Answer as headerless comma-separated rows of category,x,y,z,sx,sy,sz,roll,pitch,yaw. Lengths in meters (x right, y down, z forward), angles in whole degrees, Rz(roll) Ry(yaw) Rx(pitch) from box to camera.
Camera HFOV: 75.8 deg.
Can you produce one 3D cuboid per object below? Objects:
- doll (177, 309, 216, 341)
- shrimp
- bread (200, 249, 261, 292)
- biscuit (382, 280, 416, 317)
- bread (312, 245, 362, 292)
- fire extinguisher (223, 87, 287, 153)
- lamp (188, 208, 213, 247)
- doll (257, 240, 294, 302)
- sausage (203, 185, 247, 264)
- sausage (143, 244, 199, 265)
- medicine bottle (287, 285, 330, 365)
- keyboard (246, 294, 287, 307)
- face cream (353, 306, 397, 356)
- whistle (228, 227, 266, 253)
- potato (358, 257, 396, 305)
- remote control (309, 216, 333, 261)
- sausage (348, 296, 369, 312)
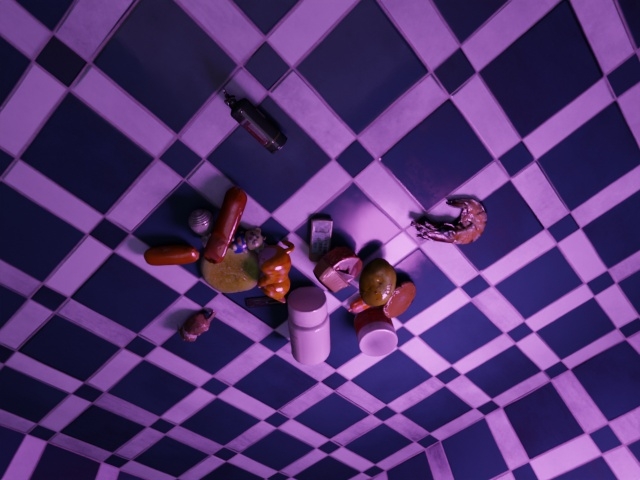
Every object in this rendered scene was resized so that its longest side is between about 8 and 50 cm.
doll,-0.619,0.428,2.073,0.221,0.105,0.115,-32,119,15
shrimp,0.598,-0.096,1.895,0.366,0.071,0.233,9,112,-11
bread,-0.417,0.132,1.942,0.302,0.045,0.301,-4,122,-6
biscuit,0.398,0.299,2.090,0.226,0.042,0.225,-22,132,-26
bread,0.090,0.135,1.920,0.212,0.142,0.224,-39,140,4
fire extinguisher,-0.262,-0.454,1.551,0.294,0.118,0.093,40,76,-26
lamp,-0.505,-0.054,1.785,0.106,0.106,0.192,-9,134,-1
doll,-0.214,0.145,1.903,0.163,0.166,0.269,5,125,-10
sausage,-0.400,-0.063,1.747,0.097,0.094,0.348,24,101,4
sausage,-0.665,0.064,1.844,0.239,0.098,0.098,-4,123,-1
medicine bottle,-0.058,0.432,2.075,0.211,0.211,0.371,-5,123,-3
keyboard,-0.271,0.309,2.088,0.205,0.013,0.061,-6,123,-2
face cream,0.284,0.470,2.147,0.201,0.187,0.200,-3,123,-4
whistle,-0.356,0.008,1.834,0.228,0.085,0.105,-11,79,-6
potato,0.276,0.201,1.977,0.149,0.186,0.253,-21,142,-47
remote control,0.000,0.000,1.904,0.098,0.038,0.233,0,122,-7
sausage,0.243,0.306,2.107,0.234,0.071,0.071,-32,120,14
